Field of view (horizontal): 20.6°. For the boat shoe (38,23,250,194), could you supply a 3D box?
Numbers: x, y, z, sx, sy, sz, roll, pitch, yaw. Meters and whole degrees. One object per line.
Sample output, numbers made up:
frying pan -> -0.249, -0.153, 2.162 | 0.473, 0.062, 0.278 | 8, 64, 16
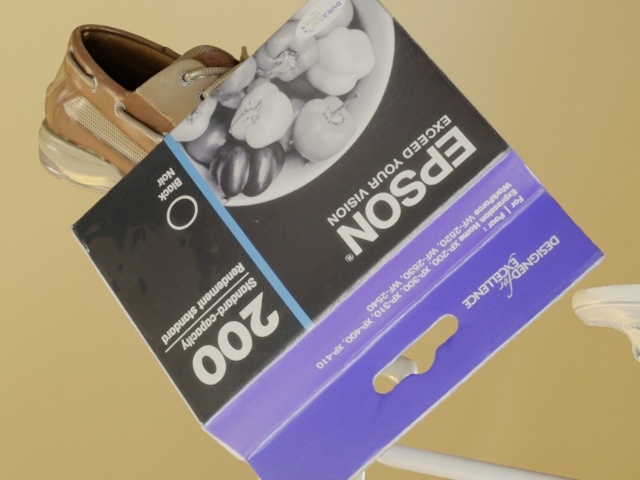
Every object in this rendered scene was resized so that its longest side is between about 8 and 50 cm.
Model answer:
boat shoe -> -0.079, -0.073, 1.195 | 0.324, 0.116, 0.123 | 20, -156, 37

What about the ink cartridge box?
ink cartridge box -> 0.000, 0.000, 0.882 | 0.208, 0.206, 0.045 | 51, -172, 31

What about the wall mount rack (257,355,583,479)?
wall mount rack -> 0.057, 0.201, 0.998 | 0.131, 0.350, 0.304 | -3, -166, -24

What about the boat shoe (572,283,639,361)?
boat shoe -> 0.266, 0.067, 1.349 | 0.184, 0.063, 0.066 | 1, 174, 45
